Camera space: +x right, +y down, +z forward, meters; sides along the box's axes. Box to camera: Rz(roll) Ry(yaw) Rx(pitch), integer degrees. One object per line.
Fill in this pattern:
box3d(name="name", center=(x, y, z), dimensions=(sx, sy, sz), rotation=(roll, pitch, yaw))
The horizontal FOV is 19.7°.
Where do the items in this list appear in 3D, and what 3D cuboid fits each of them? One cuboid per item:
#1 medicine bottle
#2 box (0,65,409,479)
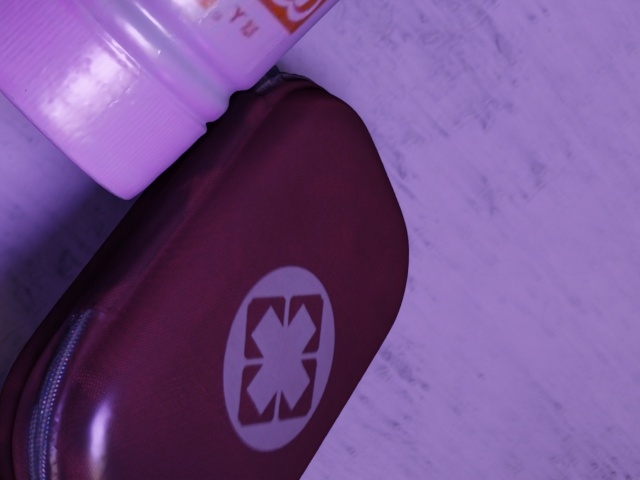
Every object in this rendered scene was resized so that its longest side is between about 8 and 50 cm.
box3d(name="medicine bottle", center=(-0.087, -0.203, 1.253), dimensions=(0.316, 0.202, 0.202), rotation=(-45, 127, 3))
box3d(name="box", center=(-0.070, 0.072, 1.324), dimensions=(0.404, 0.108, 0.263), rotation=(-57, 139, -31))
